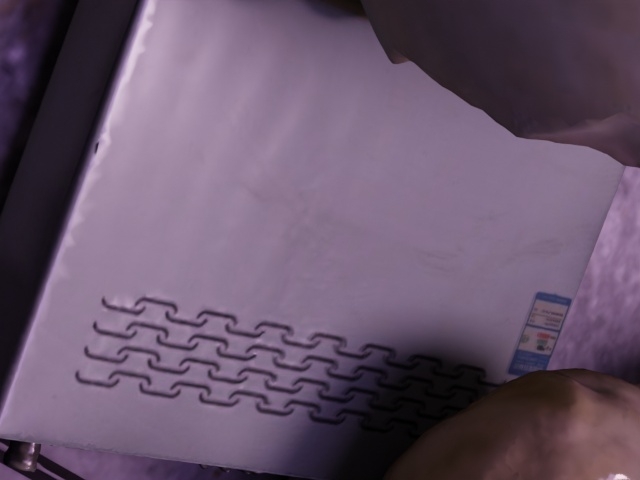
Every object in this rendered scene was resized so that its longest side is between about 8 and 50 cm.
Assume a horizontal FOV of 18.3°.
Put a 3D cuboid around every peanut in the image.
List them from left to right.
[{"bbox_3d":[0.055,0.191,0.777,0.152,0.152,0.313,5,125,-43],"label":"peanut"}]

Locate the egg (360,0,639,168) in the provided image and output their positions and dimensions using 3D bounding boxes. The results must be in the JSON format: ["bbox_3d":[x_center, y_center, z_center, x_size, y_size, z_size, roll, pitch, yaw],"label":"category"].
[{"bbox_3d":[0.139,-0.185,0.624,0.278,0.278,0.336,3,102,-43],"label":"egg"}]

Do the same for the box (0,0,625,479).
[{"bbox_3d":[0.000,0.000,0.742,0.270,0.045,0.210,13,100,-45],"label":"box"}]
